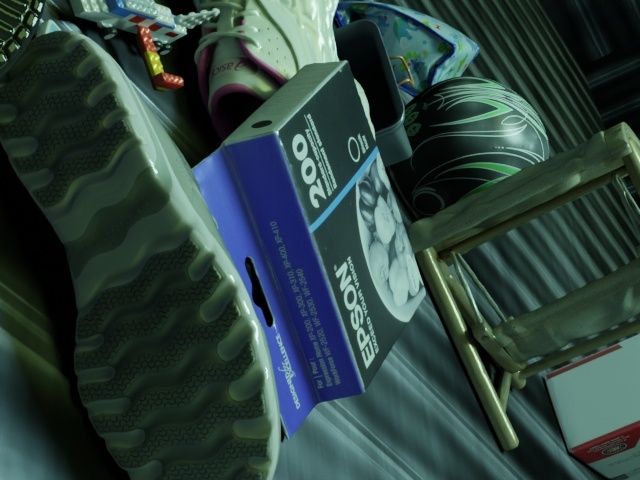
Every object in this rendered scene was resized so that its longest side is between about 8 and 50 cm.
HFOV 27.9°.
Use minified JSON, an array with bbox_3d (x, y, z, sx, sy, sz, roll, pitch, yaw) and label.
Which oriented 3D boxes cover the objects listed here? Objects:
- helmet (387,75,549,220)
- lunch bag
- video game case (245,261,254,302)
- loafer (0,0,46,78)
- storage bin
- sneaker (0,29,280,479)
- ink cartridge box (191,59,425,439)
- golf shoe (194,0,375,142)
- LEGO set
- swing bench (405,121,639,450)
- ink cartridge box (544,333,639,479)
[{"bbox_3d":[0.166,-0.100,1.422,0.169,0.162,0.169,51,23,-32],"label":"helmet"},{"bbox_3d":[0.093,-0.232,1.514,0.151,0.096,0.129,36,16,11],"label":"lunch bag"},{"bbox_3d":[-0.069,0.044,0.863,0.087,0.011,0.122,45,27,-43],"label":"video game case"},{"bbox_3d":[-0.199,-0.173,0.709,0.080,0.078,0.220,25,58,-43],"label":"loafer"},{"bbox_3d":[0.049,-0.139,1.294,0.091,0.098,0.135,51,20,-59],"label":"storage bin"},{"bbox_3d":[-0.083,0.017,0.722,0.281,0.105,0.115,70,14,10],"label":"sneaker"},{"bbox_3d":[0.000,0.000,0.917,0.208,0.045,0.206,-51,126,-55],"label":"ink cartridge box"},{"bbox_3d":[-0.048,-0.168,1.021,0.140,0.115,0.306,-17,87,-62],"label":"golf shoe"},{"bbox_3d":[-0.147,-0.159,0.854,0.182,0.060,0.244,51,25,-35],"label":"LEGO set"},{"bbox_3d":[0.247,0.034,1.325,0.254,0.253,0.165,60,19,-11],"label":"swing bench"},{"bbox_3d":[0.435,0.220,1.652,0.273,0.197,0.114,38,32,-52],"label":"ink cartridge box"}]
